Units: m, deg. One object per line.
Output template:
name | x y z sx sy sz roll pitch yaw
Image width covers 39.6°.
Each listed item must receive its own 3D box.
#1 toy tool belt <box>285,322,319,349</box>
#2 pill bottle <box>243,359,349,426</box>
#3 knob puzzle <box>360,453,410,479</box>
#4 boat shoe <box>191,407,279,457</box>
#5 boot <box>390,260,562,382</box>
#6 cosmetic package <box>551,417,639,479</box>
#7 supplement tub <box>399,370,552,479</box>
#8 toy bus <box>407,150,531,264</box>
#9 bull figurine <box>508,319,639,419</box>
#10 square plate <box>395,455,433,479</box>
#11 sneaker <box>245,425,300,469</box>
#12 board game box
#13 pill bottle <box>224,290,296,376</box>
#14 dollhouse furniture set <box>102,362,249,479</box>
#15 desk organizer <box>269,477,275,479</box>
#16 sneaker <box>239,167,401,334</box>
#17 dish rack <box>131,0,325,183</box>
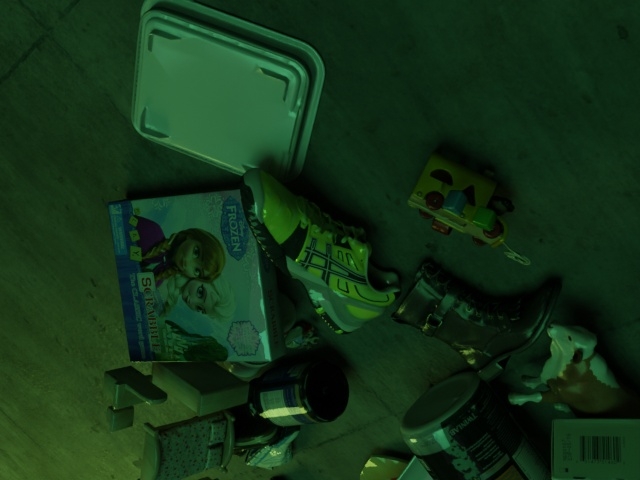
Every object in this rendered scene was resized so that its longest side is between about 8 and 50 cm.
toy tool belt | -0.029 0.189 1.762 0.051 0.052 0.083 23 141 -36
pill bottle | -0.057 0.312 1.795 0.219 0.123 0.122 -17 116 47
knob puzzle | 0.171 0.524 1.921 0.213 0.030 0.213 12 128 16
boat shoe | -0.184 0.434 1.975 0.258 0.095 0.095 -7 128 38
boot | 0.265 0.113 1.556 0.229 0.091 0.263 38 123 4
cosmetic package | 0.508 0.421 1.573 0.160 0.113 0.309 -3 148 20
supplement tub | 0.309 0.418 1.658 0.194 0.193 0.316 -30 99 36
toy bus | 0.241 -0.064 1.425 0.191 0.104 0.202 20 170 47
bull figurine | 0.452 0.261 1.546 0.188 0.101 0.310 -24 124 41
square plate | 0.295 0.570 1.818 0.344 0.049 0.347 34 104 -3
sneaker | -0.086 0.453 1.966 0.083 0.071 0.190 30 134 -16
board game box | -0.234 0.068 1.665 0.318 0.066 0.318 -5 96 25
pill bottle | -0.127 0.187 1.756 0.108 0.108 0.180 30 129 0
dollhouse furniture set | -0.270 0.421 1.755 0.174 0.303 0.355 23 111 42
desk organizer | -0.072 0.609 2.071 0.047 0.050 0.130 -25 111 34
sneaker | 0.000 0.000 1.552 0.147 0.145 0.384 -29 127 17
dish rack | -0.174 -0.239 1.500 0.333 0.072 0.285 21 128 7
